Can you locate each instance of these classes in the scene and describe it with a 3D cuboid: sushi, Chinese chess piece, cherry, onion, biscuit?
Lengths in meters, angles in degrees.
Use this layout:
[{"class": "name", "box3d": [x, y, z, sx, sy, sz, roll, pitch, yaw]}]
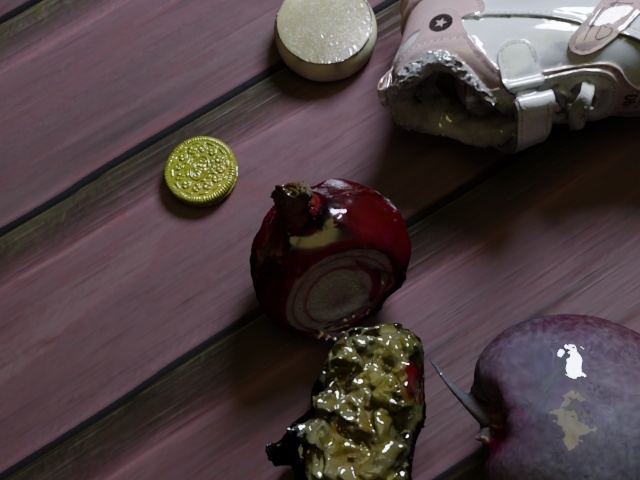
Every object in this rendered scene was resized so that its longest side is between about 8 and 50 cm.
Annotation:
[{"class": "sushi", "box3d": [0.030, 0.184, 1.114, 0.147, 0.115, 0.212, 14, 71, 8]}, {"class": "Chinese chess piece", "box3d": [0.006, -0.246, 1.321, 0.122, 0.051, 0.122, -1, 70, 2]}, {"class": "cherry", "box3d": [0.242, 0.177, 1.067, 0.266, 0.183, 0.213, -4, 72, 5]}, {"class": "onion", "box3d": [-0.006, -0.008, 1.158, 0.173, 0.198, 0.135, -32, 40, -6]}, {"class": "biscuit", "box3d": [-0.135, -0.078, 1.276, 0.084, 0.023, 0.084, -2, 69, 4]}]

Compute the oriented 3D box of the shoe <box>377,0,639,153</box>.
[{"class": "shoe", "box3d": [0.235, -0.177, 1.211, 0.351, 0.172, 0.198, 11, 59, 20]}]
